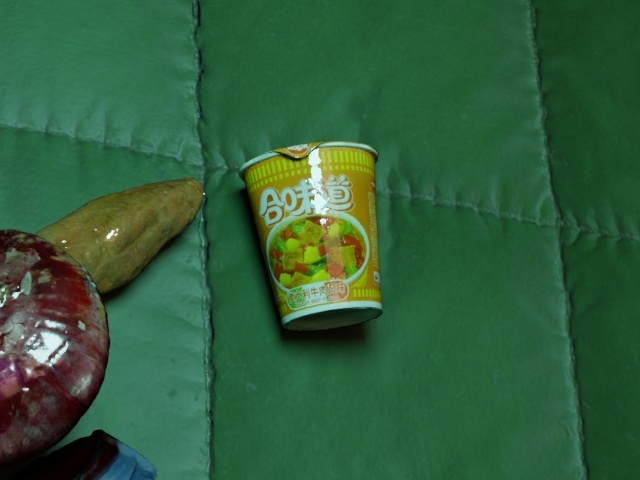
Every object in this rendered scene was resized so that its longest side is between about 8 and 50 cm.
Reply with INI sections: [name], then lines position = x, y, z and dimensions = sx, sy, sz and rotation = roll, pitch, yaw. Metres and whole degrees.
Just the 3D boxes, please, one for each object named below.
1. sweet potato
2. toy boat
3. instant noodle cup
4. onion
[sweet potato]
position = -0.218, -0.002, 1.773
dimensions = 0.251, 0.097, 0.097
rotation = -31, 83, -33
[toy boat]
position = -0.267, 0.308, 1.590
dimensions = 0.309, 0.129, 0.142
rotation = -41, 118, -35
[instant noodle cup]
position = 0.000, 0.000, 1.854
dimensions = 0.168, 0.168, 0.185
rotation = -2, 75, -28
[onion]
position = -0.322, 0.107, 1.608
dimensions = 0.246, 0.190, 0.246
rotation = -2, 54, 2
